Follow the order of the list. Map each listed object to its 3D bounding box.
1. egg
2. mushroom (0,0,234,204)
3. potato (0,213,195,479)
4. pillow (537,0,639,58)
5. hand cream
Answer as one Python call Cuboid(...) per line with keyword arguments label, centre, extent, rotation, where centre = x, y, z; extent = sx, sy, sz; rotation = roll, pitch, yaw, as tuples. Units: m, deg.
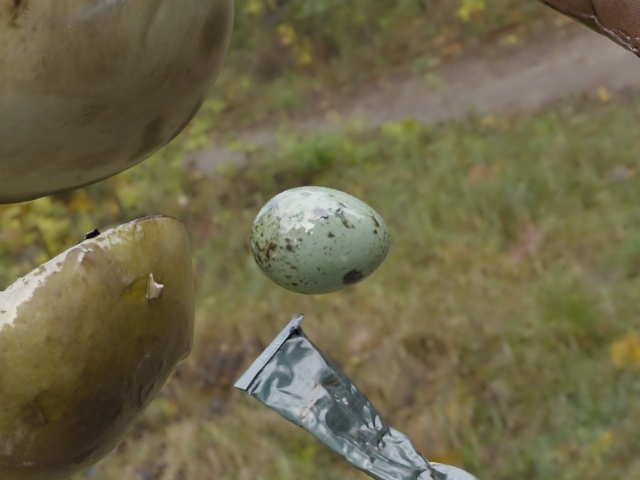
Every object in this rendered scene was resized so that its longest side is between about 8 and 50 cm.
Cuboid(label="egg", centre=(0.000, 0.000, 1.535), extent=(0.110, 0.085, 0.085), rotation=(0, 8, -16))
Cuboid(label="mushroom", centre=(-0.164, -0.123, 1.125), extent=(0.255, 0.255, 0.184), rotation=(-23, 58, -6))
Cuboid(label="potato", centre=(-0.193, 0.104, 1.592), extent=(0.299, 0.116, 0.239), rotation=(-32, -26, -35))
Cuboid(label="pillow", centre=(0.203, -0.239, 1.199), extent=(0.305, 0.108, 0.308), rotation=(-42, 42, -17))
Cuboid(label="hand cream", centre=(0.058, 0.154, 1.475), extent=(0.052, 0.248, 0.075), rotation=(-53, -2, 35))
